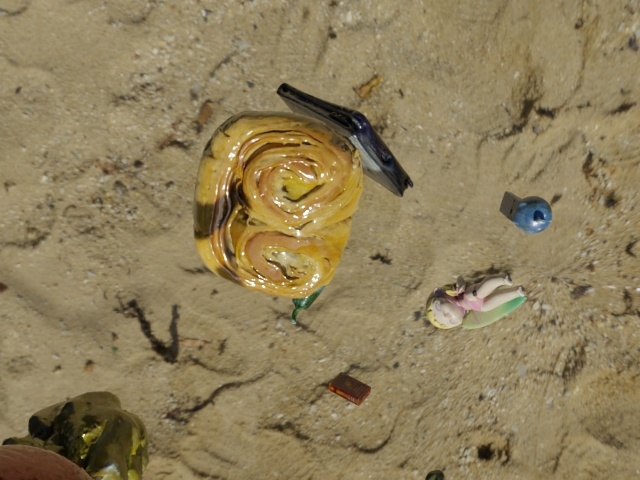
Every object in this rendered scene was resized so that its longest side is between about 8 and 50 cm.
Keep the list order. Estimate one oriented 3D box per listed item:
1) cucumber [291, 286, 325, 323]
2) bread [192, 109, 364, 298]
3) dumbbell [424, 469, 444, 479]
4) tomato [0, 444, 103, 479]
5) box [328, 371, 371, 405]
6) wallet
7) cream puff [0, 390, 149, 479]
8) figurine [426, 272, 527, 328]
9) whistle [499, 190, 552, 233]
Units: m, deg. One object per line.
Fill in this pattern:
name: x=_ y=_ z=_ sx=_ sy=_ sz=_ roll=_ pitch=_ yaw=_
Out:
cucumber: x=0.000 y=0.000 z=0.865 sx=0.056 sy=0.056 sz=0.250 roll=15 pitch=92 yaw=21
bread: x=-0.055 y=-0.046 z=0.737 sx=0.198 sy=0.120 sz=0.236 roll=14 pitch=118 yaw=-3
dumbbell: x=0.278 y=0.545 z=1.313 sx=0.118 sy=0.052 sz=0.046 roll=23 pitch=105 yaw=58
tomato: x=-0.396 y=0.326 z=0.671 sx=0.308 sy=0.309 sz=0.170 roll=-4 pitch=98 yaw=21
box: x=0.065 y=0.331 z=1.354 sx=0.082 sy=0.051 sz=0.023 roll=23 pitch=122 yaw=28
wallet: x=0.035 y=-0.154 z=0.915 sx=0.036 sy=0.167 sz=0.222 roll=-50 pitch=44 yaw=-3
cream puff: x=-0.544 y=0.467 z=1.235 sx=0.378 sy=0.275 sz=0.378 roll=-28 pitch=37 yaw=24
figurine: x=0.218 y=0.081 z=0.870 sx=0.187 sy=0.083 sz=0.083 roll=-38 pitch=70 yaw=57
whistle: x=0.461 y=-0.062 z=1.338 sx=0.090 sy=0.158 sz=0.090 roll=0 pitch=107 yaw=0
